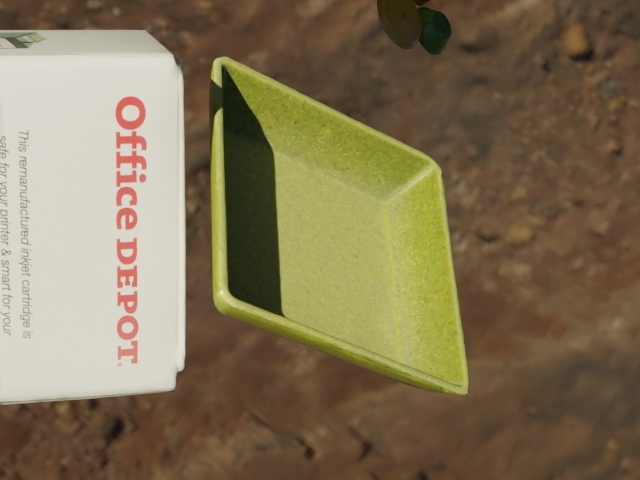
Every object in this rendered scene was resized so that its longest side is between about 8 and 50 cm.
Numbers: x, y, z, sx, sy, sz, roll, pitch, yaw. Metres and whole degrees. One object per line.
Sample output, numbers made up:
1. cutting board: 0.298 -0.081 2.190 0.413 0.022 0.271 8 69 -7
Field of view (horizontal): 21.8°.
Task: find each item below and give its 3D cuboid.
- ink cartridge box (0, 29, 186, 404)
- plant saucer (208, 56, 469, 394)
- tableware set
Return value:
1. ink cartridge box: -0.232 -0.015 0.993 0.289 0.121 0.211 -2 106 -14
2. plant saucer: 0.000 0.000 1.029 0.188 0.188 0.045 24 135 -32
3. tableware set: 0.039 -0.185 1.188 0.154 0.024 0.104 5 71 -50
